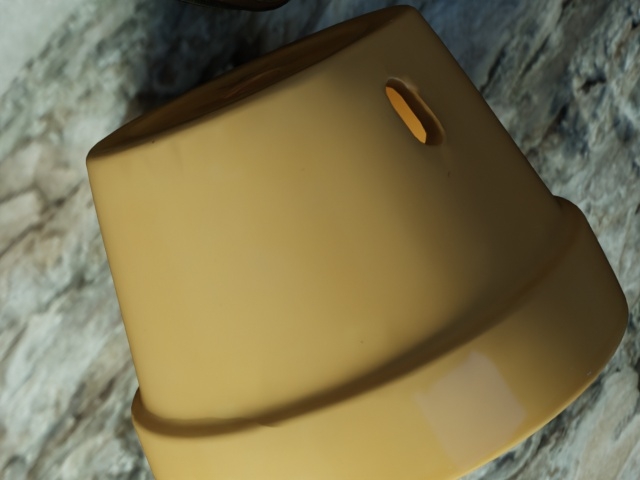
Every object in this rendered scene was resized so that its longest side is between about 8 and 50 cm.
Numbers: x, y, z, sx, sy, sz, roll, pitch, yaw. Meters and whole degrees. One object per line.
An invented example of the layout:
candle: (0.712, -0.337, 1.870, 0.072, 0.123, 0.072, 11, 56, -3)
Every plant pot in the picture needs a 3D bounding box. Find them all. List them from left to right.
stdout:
plant pot: (0.000, 0.000, 0.689, 0.291, 0.291, 0.204, -33, 106, -29)

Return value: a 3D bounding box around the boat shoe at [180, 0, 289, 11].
boat shoe: (-0.096, -0.213, 0.638, 0.307, 0.104, 0.111, 32, 81, -42)
